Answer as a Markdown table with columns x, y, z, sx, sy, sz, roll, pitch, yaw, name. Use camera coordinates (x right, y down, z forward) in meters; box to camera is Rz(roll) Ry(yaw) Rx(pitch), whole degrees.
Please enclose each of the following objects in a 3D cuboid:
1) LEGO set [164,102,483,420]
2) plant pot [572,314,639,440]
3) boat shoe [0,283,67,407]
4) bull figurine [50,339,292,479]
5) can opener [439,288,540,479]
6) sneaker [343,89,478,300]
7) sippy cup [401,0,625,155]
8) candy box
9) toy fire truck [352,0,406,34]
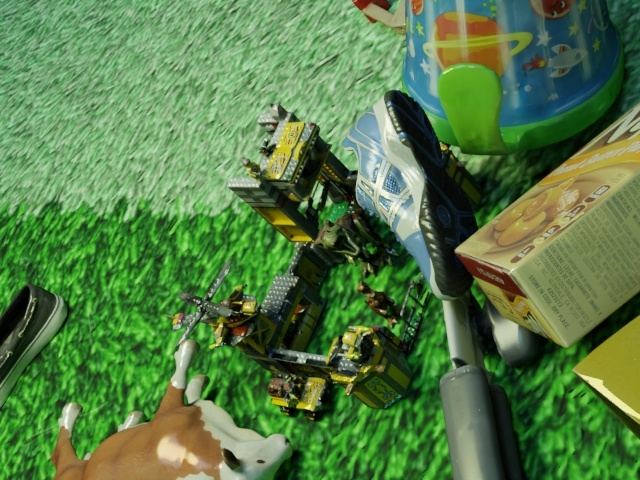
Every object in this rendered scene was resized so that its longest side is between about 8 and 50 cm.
| x | y | z | sx | sy | sz | roll | pitch | yaw | name |
| --- | --- | --- | --- | --- | --- | --- | --- | --- | --- |
| 0.000 | 0.000 | 1.252 | 0.255 | 0.192 | 0.331 | 13 | 68 | 46 | LEGO set |
| 0.344 | 0.117 | 0.840 | 0.187 | 0.212 | 0.212 | -49 | 40 | 0 | plant pot |
| -0.429 | 0.153 | 1.596 | 0.228 | 0.076 | 0.080 | -49 | 40 | -2 | boat shoe |
| -0.174 | 0.226 | 1.299 | 0.310 | 0.101 | 0.188 | -25 | 41 | 22 | bull figurine |
| 0.160 | 0.138 | 1.094 | 0.095 | 0.076 | 0.283 | -27 | 46 | 24 | can opener |
| 0.087 | -0.036 | 1.161 | 0.081 | 0.080 | 0.211 | -32 | 65 | 33 | sneaker |
| 0.181 | -0.246 | 1.213 | 0.240 | 0.224 | 0.305 | -22 | 44 | -6 | sippy cup |
| 0.278 | -0.049 | 1.034 | 0.316 | 0.087 | 0.183 | -39 | 9 | -3 | candy box |
| 0.121 | -0.298 | 1.495 | 0.135 | 0.047 | 0.192 | -39 | 42 | 11 | toy fire truck |
